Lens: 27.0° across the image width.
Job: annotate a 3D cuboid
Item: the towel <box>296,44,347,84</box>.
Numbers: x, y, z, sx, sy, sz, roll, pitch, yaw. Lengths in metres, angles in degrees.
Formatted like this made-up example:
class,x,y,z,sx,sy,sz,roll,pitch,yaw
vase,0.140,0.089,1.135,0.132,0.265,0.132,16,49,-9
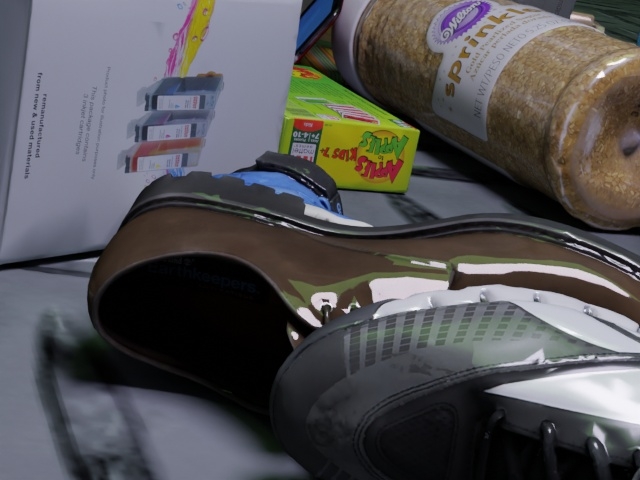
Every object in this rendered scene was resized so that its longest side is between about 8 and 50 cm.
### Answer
class,x,y,z,sx,sy,sz,roll,pitch,yaw
towel,0.058,-0.147,1.215,0.237,0.021,0.102,7,22,-18

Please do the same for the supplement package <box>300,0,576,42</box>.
class,x,y,z,sx,sy,sz,roll,pitch,yaw
supplement package,0.112,-0.288,1.199,0.263,0.199,0.198,17,56,5

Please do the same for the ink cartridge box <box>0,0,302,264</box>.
class,x,y,z,sx,sy,sz,roll,pitch,yaw
ink cartridge box,-0.118,-0.074,0.652,0.128,0.127,0.176,22,19,35

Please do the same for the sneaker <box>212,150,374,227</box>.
class,x,y,z,sx,sy,sz,roll,pitch,yaw
sneaker,0.000,-0.001,0.603,0.152,0.058,0.085,14,24,32

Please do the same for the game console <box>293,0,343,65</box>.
class,x,y,z,sx,sy,sz,roll,pitch,yaw
game console,-0.046,-0.181,1.096,0.124,0.085,0.144,11,27,0

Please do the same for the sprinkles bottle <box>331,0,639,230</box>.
class,x,y,z,sx,sy,sz,roll,pitch,yaw
sprinkles bottle,0.130,-0.118,0.974,0.121,0.121,0.355,3,18,-25

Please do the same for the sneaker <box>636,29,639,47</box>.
class,x,y,z,sx,sy,sz,roll,pitch,yaw
sneaker,0.290,-0.136,1.004,0.092,0.087,0.229,21,21,23

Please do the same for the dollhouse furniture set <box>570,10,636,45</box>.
class,x,y,z,sx,sy,sz,roll,pitch,yaw
dollhouse furniture set,0.257,-0.367,1.414,0.362,0.394,0.256,10,17,-3

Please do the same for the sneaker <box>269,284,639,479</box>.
class,x,y,z,sx,sy,sz,roll,pitch,yaw
sneaker,0.100,0.071,0.391,0.234,0.078,0.106,13,14,-2

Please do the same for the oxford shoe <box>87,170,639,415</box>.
class,x,y,z,sx,sy,sz,roll,pitch,yaw
oxford shoe,0.025,0.037,0.476,0.227,0.082,0.096,6,25,10

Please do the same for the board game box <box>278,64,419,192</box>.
class,x,y,z,sx,sy,sz,roll,pitch,yaw
board game box,-0.018,-0.081,0.891,0.092,0.043,0.181,4,18,-25
